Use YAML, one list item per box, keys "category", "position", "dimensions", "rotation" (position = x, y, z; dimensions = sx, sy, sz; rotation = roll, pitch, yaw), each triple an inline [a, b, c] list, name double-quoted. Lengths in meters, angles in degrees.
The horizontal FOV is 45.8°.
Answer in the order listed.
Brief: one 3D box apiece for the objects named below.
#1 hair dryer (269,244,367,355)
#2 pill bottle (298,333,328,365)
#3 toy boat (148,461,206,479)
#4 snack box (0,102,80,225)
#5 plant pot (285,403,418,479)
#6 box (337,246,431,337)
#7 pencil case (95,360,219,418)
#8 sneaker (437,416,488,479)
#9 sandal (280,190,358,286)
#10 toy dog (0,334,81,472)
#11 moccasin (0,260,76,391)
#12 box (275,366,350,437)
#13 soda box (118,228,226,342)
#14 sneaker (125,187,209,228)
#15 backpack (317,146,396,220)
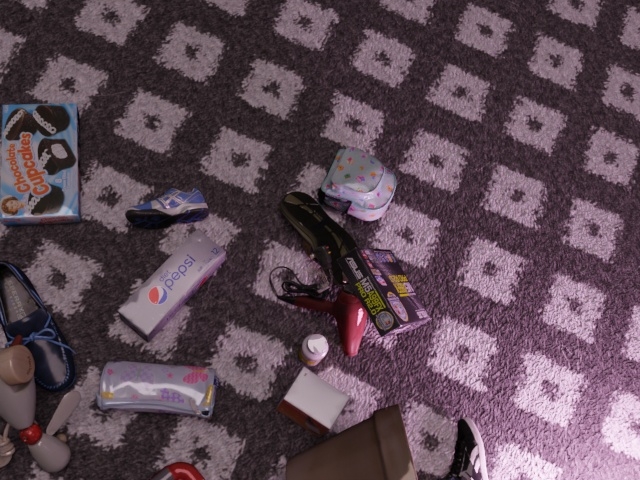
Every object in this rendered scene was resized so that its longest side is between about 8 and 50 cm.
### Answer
- category: "hair dryer"
  position: [0.021, 0.157, 1.899]
  dimensions: [0.080, 0.224, 0.293]
  rotation: [-34, 92, -48]
- category: "pill bottle"
  position: [-0.016, 0.266, 1.857]
  dimensions: [0.065, 0.116, 0.065]
  rotation: [3, 69, -9]
- category: "toy boat"
  position: [-0.291, 0.600, 1.665]
  dimensions: [0.151, 0.151, 0.231]
  rotation: [-38, 80, -20]
- category: "snack box"
  position: [-0.715, -0.197, 1.942]
  dimensions: [0.187, 0.060, 0.321]
  rotation: [-4, 70, -11]
- category: "plant pot"
  position: [0.080, 0.555, 1.690]
  dimensions: [0.281, 0.323, 0.322]
  rotation: [-14, 72, 3]
- category: "box"
  position: [0.163, 0.124, 1.873]
  dimensions: [0.060, 0.270, 0.216]
  rotation: [-35, 75, 19]
- category: "pencil case"
  position: [-0.376, 0.350, 1.764]
  dimensions: [0.273, 0.113, 0.124]
  rotation: [7, 47, -6]
- category: "sneaker"
  position: [0.333, 0.543, 1.833]
  dimensions: [0.121, 0.079, 0.216]
  rotation: [-6, 72, -14]
- category: "sandal"
  position: [0.000, -0.001, 1.982]
  dimensions: [0.120, 0.086, 0.302]
  rotation: [-21, 62, -31]
- category: "toy dog"
  position: [-0.649, 0.343, 1.672]
  dimensions: [0.220, 0.333, 0.161]
  rotation: [5, 32, 6]
- category: "moccasin"
  position: [-0.692, 0.202, 1.764]
  dimensions: [0.138, 0.117, 0.342]
  rotation: [-33, 78, -19]
- category: "box"
  position: [-0.021, 0.383, 1.783]
  dimensions: [0.130, 0.170, 0.091]
  rotation: [33, 68, 4]
- category: "soda box"
  position: [-0.364, 0.110, 1.870]
  dimensions: [0.098, 0.091, 0.286]
  rotation: [39, 69, 5]
- category: "sneaker"
  position: [-0.398, -0.084, 1.952]
  dimensions: [0.211, 0.080, 0.081]
  rotation: [-7, 64, -22]
- category: "backpack"
  position: [0.107, -0.148, 2.023]
  dimensions: [0.189, 0.144, 0.165]
  rotation: [27, 62, -2]
